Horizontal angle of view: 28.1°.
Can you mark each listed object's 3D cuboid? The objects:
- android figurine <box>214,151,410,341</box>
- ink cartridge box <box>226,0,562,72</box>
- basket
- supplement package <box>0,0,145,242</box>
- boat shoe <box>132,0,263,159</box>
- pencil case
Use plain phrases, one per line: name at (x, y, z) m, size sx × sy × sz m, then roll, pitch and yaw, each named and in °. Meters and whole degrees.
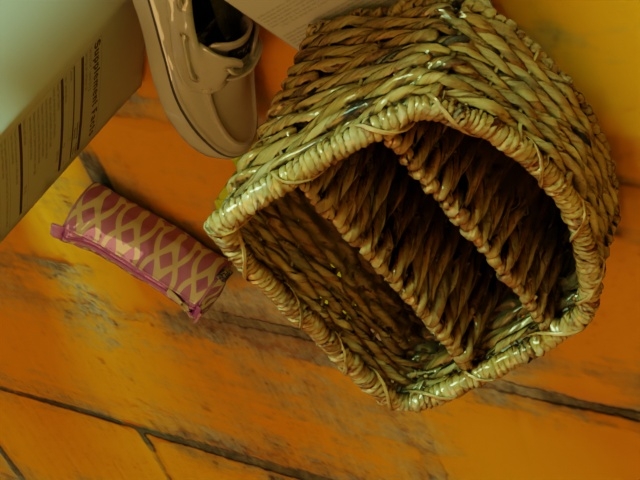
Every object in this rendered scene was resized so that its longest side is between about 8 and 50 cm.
android figurine at (0.000, 0.000, 1.306) m, size 0.248 × 0.056 × 0.273 m, roll -6°, pitch 130°, yaw 45°
ink cartridge box at (0.057, -0.190, 1.043) m, size 0.232 × 0.066 × 0.189 m, roll 28°, pitch 153°, yaw -30°
basket at (0.100, -0.014, 1.011) m, size 0.213 × 0.223 × 0.299 m, roll -2°, pitch 141°, yaw 40°
supplement package at (-0.309, -0.147, 1.170) m, size 0.177 × 0.293 × 0.175 m, roll 30°, pitch 147°, yaw 7°
boat shoe at (-0.095, -0.180, 1.134) m, size 0.088 × 0.096 × 0.267 m, roll 15°, pitch 134°, yaw 35°
pencil case at (-0.201, 0.016, 1.470) m, size 0.206 × 0.088 × 0.086 m, roll 30°, pitch 144°, yaw 8°
